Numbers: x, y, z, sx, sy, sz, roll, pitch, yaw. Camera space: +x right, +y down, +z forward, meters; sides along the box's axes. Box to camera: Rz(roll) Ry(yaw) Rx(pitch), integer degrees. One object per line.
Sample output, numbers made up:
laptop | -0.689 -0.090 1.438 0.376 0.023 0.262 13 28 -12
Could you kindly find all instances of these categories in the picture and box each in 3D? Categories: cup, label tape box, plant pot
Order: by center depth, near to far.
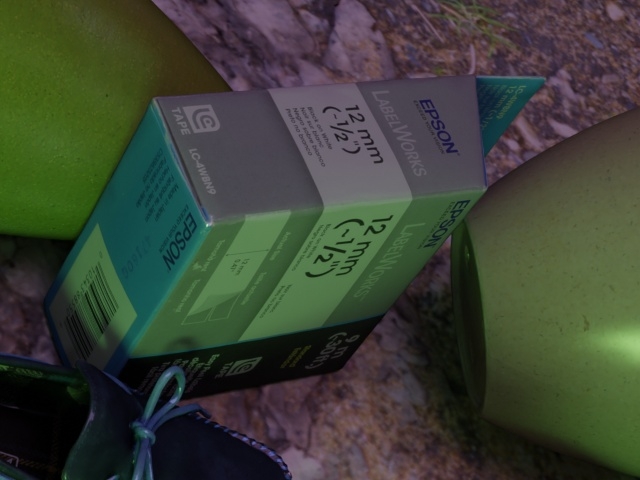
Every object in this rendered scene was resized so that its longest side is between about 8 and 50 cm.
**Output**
plant pot | -0.215 -0.112 1.201 0.293 0.275 0.275 25 44 -34
label tape box | 0.000 0.000 1.212 0.347 0.249 0.115 -6 58 -33
cup | 0.233 0.048 1.302 0.237 0.331 0.331 -6 55 -4

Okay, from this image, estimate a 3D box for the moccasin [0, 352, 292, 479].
moccasin | -0.169 0.146 1.090 0.342 0.117 0.138 11 50 -23
